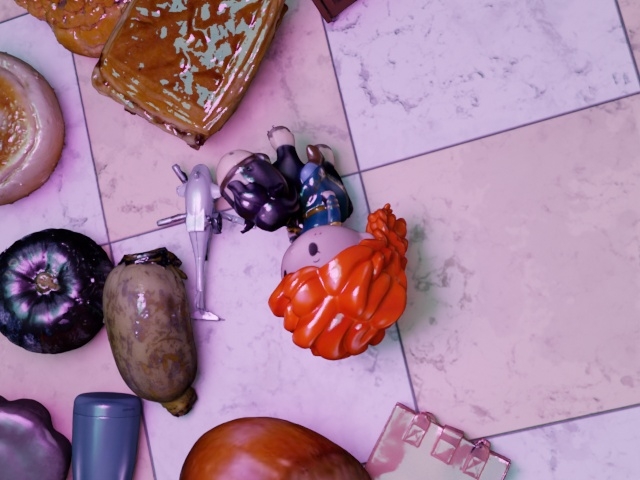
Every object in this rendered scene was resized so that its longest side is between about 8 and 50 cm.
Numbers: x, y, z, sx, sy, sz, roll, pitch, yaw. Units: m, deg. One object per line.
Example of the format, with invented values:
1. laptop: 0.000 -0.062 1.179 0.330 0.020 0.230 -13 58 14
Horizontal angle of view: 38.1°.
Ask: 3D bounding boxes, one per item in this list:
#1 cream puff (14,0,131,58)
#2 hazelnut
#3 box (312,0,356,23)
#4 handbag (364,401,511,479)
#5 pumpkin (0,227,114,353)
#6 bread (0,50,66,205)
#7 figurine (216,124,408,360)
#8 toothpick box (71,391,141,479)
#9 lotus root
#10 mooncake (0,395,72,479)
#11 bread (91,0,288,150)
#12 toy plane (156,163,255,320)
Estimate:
1. cream puff: -0.457 -0.520 1.716 0.326 0.231 0.343 -9 82 9
2. hazelnut: -0.076 0.455 1.482 0.372 0.315 0.373 1 91 44
3. box: 0.001 -0.596 1.608 0.229 0.239 0.339 -32 77 6
4. handbag: 0.192 0.379 1.542 0.212 0.059 0.157 25 91 14
5. pumpkin: -0.483 0.090 1.679 0.233 0.163 0.233 2 75 -6
6. bread: -0.618 -0.212 1.758 0.305 0.159 0.306 -1 87 15
7. figurine: -0.007 -0.009 1.509 0.241 0.306 0.412 -37 75 17
8. toothpick box: -0.385 0.368 1.657 0.120 0.120 0.184 2 88 14
9. lotus root: -0.290 0.169 1.622 0.173 0.173 0.310 -8 101 13
10. mooncake: -0.593 0.424 1.652 0.305 0.154 0.306 0 92 -6
11. bread: -0.220 -0.348 1.670 0.277 0.167 0.325 31 100 12
12. toy plane: -0.225 0.002 1.662 0.181 0.107 0.273 18 88 6
